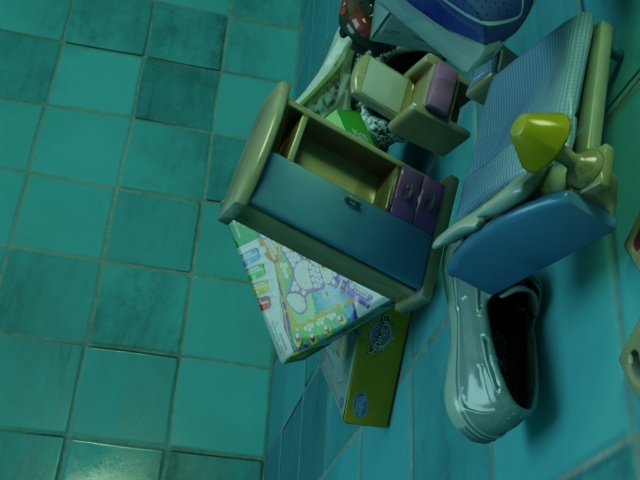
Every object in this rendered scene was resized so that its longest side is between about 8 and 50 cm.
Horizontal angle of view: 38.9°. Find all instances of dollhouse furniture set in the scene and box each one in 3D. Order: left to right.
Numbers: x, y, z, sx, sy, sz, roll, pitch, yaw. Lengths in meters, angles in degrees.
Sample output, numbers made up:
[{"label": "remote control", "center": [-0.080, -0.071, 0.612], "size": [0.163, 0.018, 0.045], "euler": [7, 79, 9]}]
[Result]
[{"label": "dollhouse furniture set", "center": [0.093, -0.121, 0.742], "size": [0.303, 0.198, 0.286], "euler": [-36, 31, 55]}]

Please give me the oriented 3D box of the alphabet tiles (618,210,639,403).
[{"label": "alphabet tiles", "center": [0.248, -0.013, 0.461], "size": [0.285, 0.011, 0.342], "euler": [-96, 17, -57]}]

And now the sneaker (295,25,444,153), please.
[{"label": "sneaker", "center": [0.037, -0.149, 1.260], "size": [0.410, 0.158, 0.182], "euler": [-61, 29, 9]}]

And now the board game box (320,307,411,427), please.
[{"label": "board game box", "center": [0.072, 0.072, 1.288], "size": [0.242, 0.064, 0.316], "euler": [-124, 44, -77]}]

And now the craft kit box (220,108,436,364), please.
[{"label": "craft kit box", "center": [0.000, 0.000, 1.178], "size": [0.247, 0.061, 0.250], "euler": [-34, 70, 33]}]

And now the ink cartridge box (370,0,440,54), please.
[{"label": "ink cartridge box", "center": [0.140, -0.319, 1.048], "size": [0.127, 0.128, 0.176], "euler": [151, 126, -78]}]

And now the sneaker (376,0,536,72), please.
[{"label": "sneaker", "center": [0.162, -0.277, 0.676], "size": [0.315, 0.127, 0.182], "euler": [-49, -4, -40]}]

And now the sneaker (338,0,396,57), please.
[{"label": "sneaker", "center": [0.111, -0.347, 1.161], "size": [0.276, 0.098, 0.135], "euler": [-56, 3, -36]}]

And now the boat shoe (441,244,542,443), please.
[{"label": "boat shoe", "center": [0.158, 0.062, 0.785], "size": [0.081, 0.079, 0.227], "euler": [-37, 36, 44]}]
